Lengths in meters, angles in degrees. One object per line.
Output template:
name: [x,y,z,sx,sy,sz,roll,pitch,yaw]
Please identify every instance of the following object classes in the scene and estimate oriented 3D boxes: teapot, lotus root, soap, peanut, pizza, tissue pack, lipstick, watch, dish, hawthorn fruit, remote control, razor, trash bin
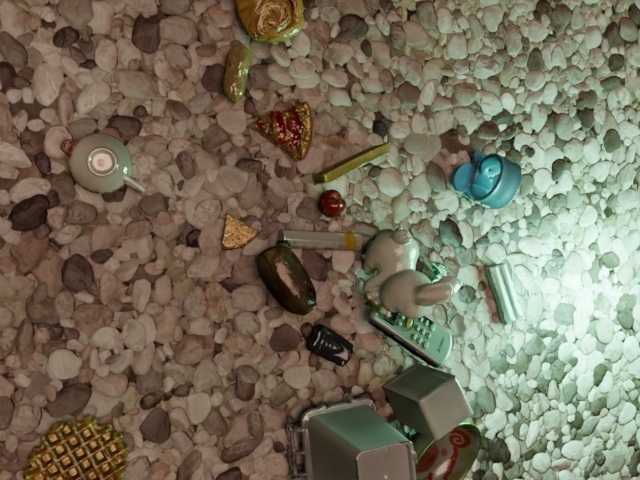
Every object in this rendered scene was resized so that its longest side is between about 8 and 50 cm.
teapot: [-0.577,-0.198,1.675,0.245,0.116,0.159,41,65,-23]
lotus root: [-0.100,0.120,1.852,0.123,0.124,0.241,-34,100,-21]
soap: [0.096,-0.238,1.947,0.252,0.092,0.037,-27,102,-20]
peanut: [-0.242,-0.486,1.813,0.080,0.080,0.175,10,85,-22]
pizza: [-0.248,-0.032,1.844,0.122,0.026,0.109,-25,97,-18]
tissue pack: [0.331,0.498,1.966,0.159,0.246,0.136,-29,100,-19]
lipstick: [0.000,0.000,1.927,0.263,0.059,0.059,2,90,-22]
watch: [0.574,-0.207,2.088,0.210,0.193,0.211,-1,93,-23]
dish: [0.362,0.691,2.025,0.324,0.124,0.324,-17,122,-29]
hawthorn fruit: [0.037,-0.115,1.926,0.093,0.093,0.093,0,90,-22]
remote control: [0.290,0.285,2.000,0.296,0.056,0.140,35,53,-6]
razor: [0.031,0.327,1.944,0.148,0.054,0.090,33,79,-20]
pizza: [-0.114,-0.338,1.879,0.198,0.062,0.188,1,88,-21]
trash bin: [0.091,0.626,1.803,0.295,0.367,0.256,-4,93,-22]

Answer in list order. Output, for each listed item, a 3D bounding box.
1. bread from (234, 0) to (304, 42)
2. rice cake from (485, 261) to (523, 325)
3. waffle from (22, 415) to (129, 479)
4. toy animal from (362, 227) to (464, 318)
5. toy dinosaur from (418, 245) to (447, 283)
bread: [-0.151,-0.696,1.828,0.198,0.120,0.236,-18,98,-20]
rice cake: [0.648,0.185,2.203,0.085,0.040,0.226,-23,99,-20]
waffle: [-0.644,0.598,1.671,0.253,0.056,0.249,32,79,-20]
toy animal: [0.266,0.114,1.916,0.182,0.310,0.247,15,129,-40]
toy dinosaur: [0.386,0.106,2.101,0.106,0.044,0.188,-9,81,-35]
